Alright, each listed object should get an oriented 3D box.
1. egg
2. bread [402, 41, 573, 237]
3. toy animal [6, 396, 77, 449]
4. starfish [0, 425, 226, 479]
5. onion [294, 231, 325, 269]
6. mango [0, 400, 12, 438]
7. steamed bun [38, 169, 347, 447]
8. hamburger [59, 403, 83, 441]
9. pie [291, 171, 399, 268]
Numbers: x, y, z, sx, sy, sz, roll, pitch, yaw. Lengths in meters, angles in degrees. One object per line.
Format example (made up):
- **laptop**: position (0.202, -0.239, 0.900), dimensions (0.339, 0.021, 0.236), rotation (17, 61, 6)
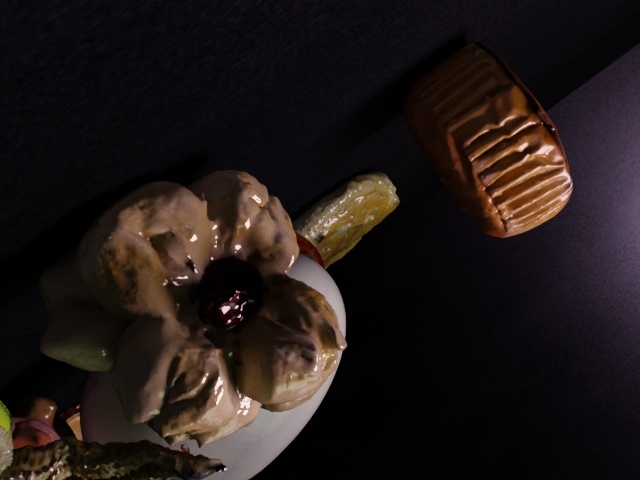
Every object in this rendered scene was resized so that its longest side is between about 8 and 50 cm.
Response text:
- **egg**: position (-0.119, 0.147, 0.987), dimensions (0.371, 0.230, 0.230), rotation (-44, 171, 29)
- **bread**: position (0.155, -0.087, 0.867), dimensions (0.104, 0.199, 0.199), rotation (-34, 175, 4)
- **toy animal**: position (-0.335, 0.256, 0.974), dimensions (0.281, 0.169, 0.195), rotation (98, 14, -82)
- **starfish**: position (-0.269, 0.183, 0.612), dimensions (0.358, 0.078, 0.347), rotation (17, 136, -34)
- **onion**: position (-0.044, 0.039, 1.099), dimensions (0.119, 0.117, 0.118), rotation (-21, -176, 2)
- **mango**: position (-0.328, 0.201, 0.730), dimensions (0.233, 0.125, 0.111), rotation (-62, -154, 20)
- **steamed bun**: position (-0.083, 0.037, 0.587), dimensions (0.192, 0.177, 0.106), rotation (-17, 158, -30)
- **hamburger**: position (-0.419, 0.375, 1.563), dimensions (0.175, 0.175, 0.137), rotation (-31, 180, -44)
- **pie**: position (0.000, 0.000, 1.274), dimensions (0.277, 0.078, 0.277), rotation (-36, 176, -3)
